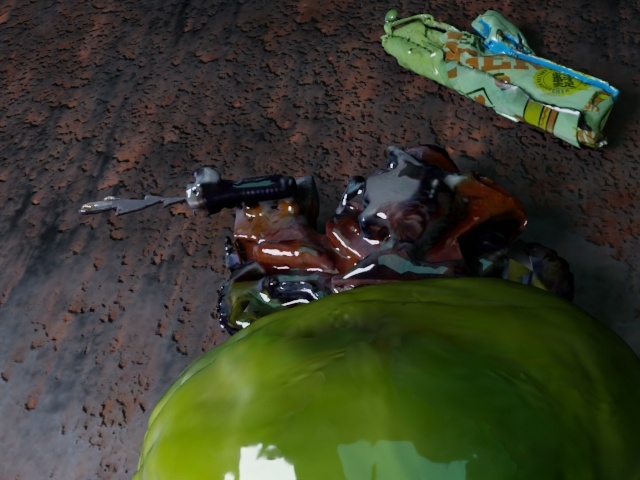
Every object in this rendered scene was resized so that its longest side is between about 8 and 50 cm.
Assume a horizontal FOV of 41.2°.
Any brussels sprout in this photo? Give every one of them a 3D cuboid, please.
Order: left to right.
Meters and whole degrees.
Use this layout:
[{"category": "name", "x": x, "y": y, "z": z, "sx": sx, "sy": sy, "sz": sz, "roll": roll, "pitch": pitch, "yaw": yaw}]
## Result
[{"category": "brussels sprout", "x": 0.043, "y": 0.159, "z": 0.508, "sx": 0.344, "sy": 0.268, "sz": 0.344, "roll": -16, "pitch": 4, "yaw": 1}]

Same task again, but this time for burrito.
[{"category": "burrito", "x": 0.186, "y": -0.182, "z": 0.875, "sx": 0.288, "sy": 0.054, "sz": 0.104, "roll": 32, "pitch": 65, "yaw": 34}]

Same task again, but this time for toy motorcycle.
[{"category": "toy motorcycle", "x": 0.000, "y": 0.000, "z": 0.726, "sx": 0.401, "sy": 0.134, "sz": 0.207, "roll": -5, "pitch": 50, "yaw": 9}]
